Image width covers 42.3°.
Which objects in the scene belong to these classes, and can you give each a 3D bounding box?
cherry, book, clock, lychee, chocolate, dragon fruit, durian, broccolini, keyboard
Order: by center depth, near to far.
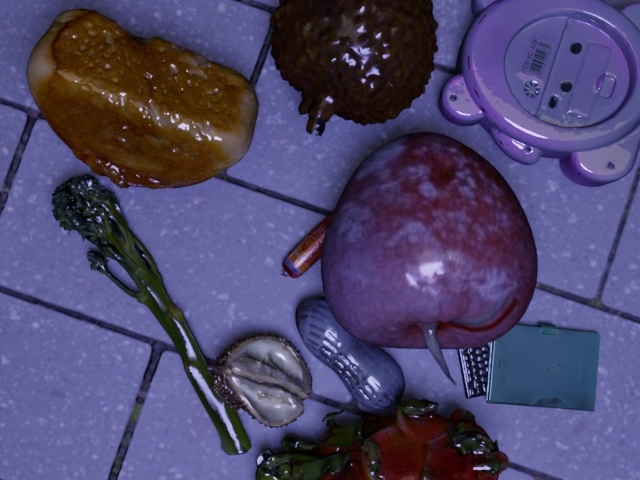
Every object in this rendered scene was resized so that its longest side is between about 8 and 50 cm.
[{"bbox_3d":[0.118,0.023,0.927,0.236,0.213,0.286,1,69,-24],"label":"cherry"},{"bbox_3d":[0.066,0.260,0.936,0.269,0.198,0.200,23,112,3],"label":"dragon fruit"},{"bbox_3d":[0.036,-0.228,0.956,0.200,0.200,0.238,26,74,1],"label":"lychee"},{"bbox_3d":[-0.083,0.168,0.982,0.140,0.071,0.111,17,58,-28],"label":"durian"},{"bbox_3d":[0.035,0.134,0.994,0.072,0.072,0.167,-42,88,-3],"label":"chocolate"},{"bbox_3d":[-0.210,0.096,1.002,0.074,0.078,0.392,-30,88,39],"label":"broccolini"},{"bbox_3d":[0.284,-0.201,1.007,0.247,0.090,0.228,19,86,2],"label":"clock"},{"bbox_3d":[0.274,0.153,1.018,0.135,0.017,0.103,6,86,-5],"label":"book"},{"bbox_3d":[0.192,0.093,1.028,0.063,0.010,0.198,-10,87,-3],"label":"keyboard"}]

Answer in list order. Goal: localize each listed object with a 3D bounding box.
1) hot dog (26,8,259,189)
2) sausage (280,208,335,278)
[{"bbox_3d":[-0.207,-0.149,0.964,0.256,0.153,0.150,21,58,-10],"label":"hot dog"},{"bbox_3d":[0.000,0.000,1.019,0.129,0.034,0.034,-42,88,-3],"label":"sausage"}]
